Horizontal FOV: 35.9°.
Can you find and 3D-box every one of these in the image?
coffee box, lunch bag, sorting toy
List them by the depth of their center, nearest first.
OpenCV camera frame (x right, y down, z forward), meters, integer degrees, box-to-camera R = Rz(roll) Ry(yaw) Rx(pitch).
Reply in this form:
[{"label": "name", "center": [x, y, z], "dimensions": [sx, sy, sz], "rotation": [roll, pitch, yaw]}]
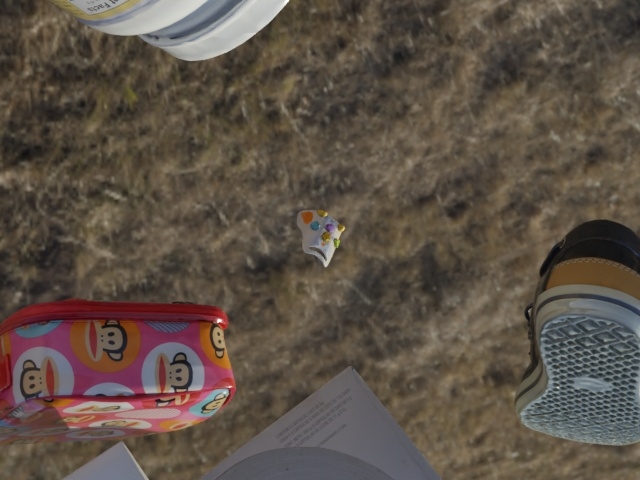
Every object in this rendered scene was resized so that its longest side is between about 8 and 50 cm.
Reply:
[{"label": "lunch bag", "center": [-0.254, 0.143, 1.006], "dimensions": [0.258, 0.120, 0.293], "rotation": [3, 161, -36]}, {"label": "coffee box", "center": [-0.012, 0.453, 1.409], "dimensions": [0.337, 0.338, 0.334], "rotation": [-32, 163, -26]}, {"label": "sorting toy", "center": [0.000, 0.000, 1.555], "dimensions": [0.083, 0.075, 0.045], "rotation": [37, 141, -28]}]

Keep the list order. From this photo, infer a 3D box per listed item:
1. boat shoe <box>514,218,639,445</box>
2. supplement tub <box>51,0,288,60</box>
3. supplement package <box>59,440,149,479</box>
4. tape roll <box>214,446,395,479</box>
[{"label": "boat shoe", "center": [0.353, 0.143, 1.289], "dimensions": [0.187, 0.156, 0.500], "rotation": [8, 151, 16]}, {"label": "supplement tub", "center": [-0.171, -0.300, 0.714], "dimensions": [0.241, 0.241, 0.331], "rotation": [-33, 139, 25]}, {"label": "supplement package", "center": [-0.209, 0.300, 0.962], "dimensions": [0.139, 0.134, 0.244], "rotation": [-31, 168, -17]}, {"label": "tape roll", "center": [-0.003, 0.239, 0.601], "dimensions": [0.219, 0.219, 0.072], "rotation": [10, 137, -33]}]
